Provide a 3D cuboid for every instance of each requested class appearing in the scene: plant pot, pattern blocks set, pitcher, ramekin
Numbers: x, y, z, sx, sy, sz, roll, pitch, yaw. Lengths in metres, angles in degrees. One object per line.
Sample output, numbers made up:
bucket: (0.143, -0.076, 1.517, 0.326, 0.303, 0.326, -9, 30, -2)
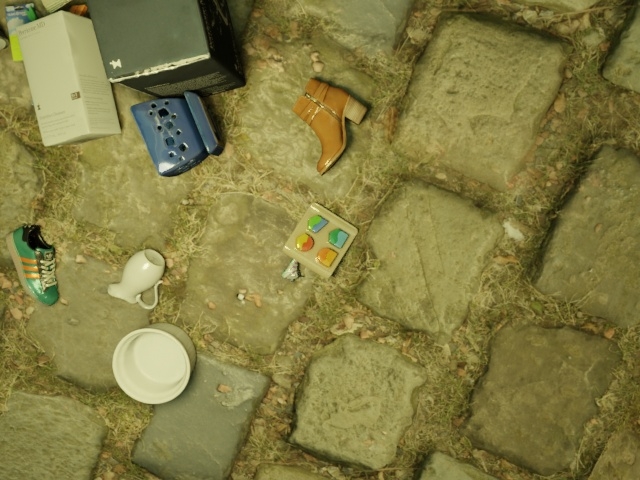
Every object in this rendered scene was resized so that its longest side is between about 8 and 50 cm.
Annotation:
plant pot: (-0.451, -0.352, 1.657, 0.212, 0.236, 0.235, -21, 97, 0)
pattern blocks set: (-0.861, -0.860, 1.680, 0.325, 0.026, 0.285, -40, 83, 2)
pitcher: (-0.625, 0.143, 1.804, 0.178, 0.125, 0.207, 36, 111, -22)
ramekin: (-0.586, 0.430, 1.826, 0.278, 0.135, 0.276, 1, 99, 4)

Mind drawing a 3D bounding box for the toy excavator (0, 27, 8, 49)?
toy excavator: (-1.300, -0.662, 1.556, 0.446, 0.433, 0.222, -28, 89, 3)

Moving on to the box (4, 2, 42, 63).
box: (-1.005, -0.707, 1.733, 0.109, 0.042, 0.178, -5, 97, 4)

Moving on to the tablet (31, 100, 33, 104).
tablet: (-0.983, -0.512, 1.779, 0.054, 0.006, 0.083, 13, 98, 2)

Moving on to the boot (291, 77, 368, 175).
boot: (-0.001, -0.379, 1.675, 0.220, 0.109, 0.283, 29, 97, -2)

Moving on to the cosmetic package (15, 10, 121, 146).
cosmetic package: (-0.826, -0.522, 1.670, 0.218, 0.156, 0.384, -9, 99, 22)

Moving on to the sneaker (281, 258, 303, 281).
sneaker: (-0.084, 0.104, 1.794, 0.069, 0.038, 0.098, 34, 107, -4)

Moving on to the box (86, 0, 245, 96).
box: (-0.449, -0.690, 1.480, 0.298, 0.472, 0.478, -12, 98, 6)

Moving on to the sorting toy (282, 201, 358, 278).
sorting toy: (0.000, 0.000, 1.752, 0.193, 0.038, 0.208, 32, 88, -1)

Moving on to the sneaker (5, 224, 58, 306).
sneaker: (-1.008, 0.087, 1.819, 0.121, 0.108, 0.301, -23, 95, 11)
